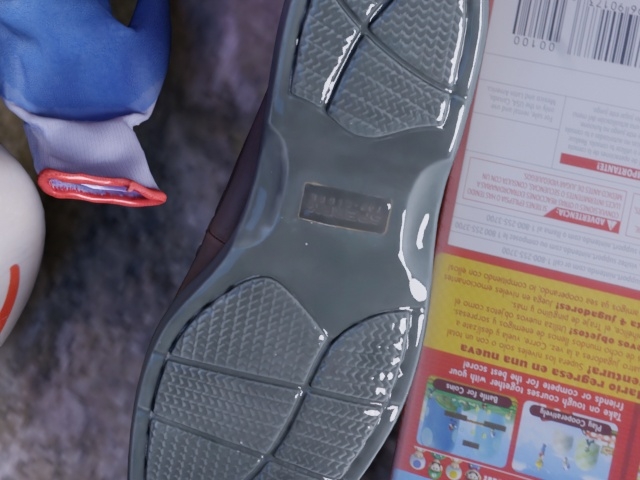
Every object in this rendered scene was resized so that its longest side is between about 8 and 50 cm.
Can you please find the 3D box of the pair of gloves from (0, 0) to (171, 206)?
[{"bbox_3d":[-0.145,-0.078,0.717,0.023,0.198,0.159,118,148,-41],"label":"pair of gloves"}]

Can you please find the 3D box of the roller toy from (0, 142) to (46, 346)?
[{"bbox_3d":[-0.219,0.001,0.759,0.146,0.191,0.209,43,110,17],"label":"roller toy"}]

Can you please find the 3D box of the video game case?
[{"bbox_3d":[0.130,0.049,0.688,0.204,0.025,0.285,14,100,24],"label":"video game case"}]

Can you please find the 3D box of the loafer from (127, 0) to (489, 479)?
[{"bbox_3d":[0.000,0.000,0.728,0.096,0.084,0.267,19,107,-3],"label":"loafer"}]
